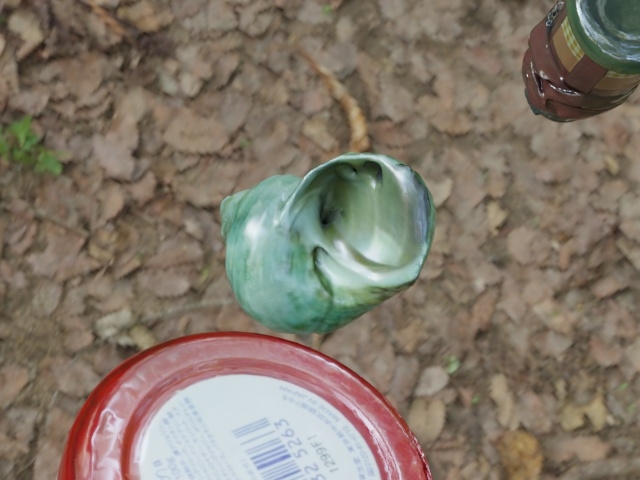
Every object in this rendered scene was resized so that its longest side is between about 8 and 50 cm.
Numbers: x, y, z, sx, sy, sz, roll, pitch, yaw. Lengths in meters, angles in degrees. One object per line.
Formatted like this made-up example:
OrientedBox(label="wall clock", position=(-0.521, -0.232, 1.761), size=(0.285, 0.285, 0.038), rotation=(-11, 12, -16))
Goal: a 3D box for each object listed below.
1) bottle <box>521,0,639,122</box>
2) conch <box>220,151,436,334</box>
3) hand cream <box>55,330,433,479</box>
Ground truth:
OrientedBox(label="bottle", position=(0.313, -0.220, 1.613), size=(0.156, 0.271, 0.143), rotation=(-22, 80, -13))
OrientedBox(label="conch", position=(0.003, -0.001, 1.180), size=(0.188, 0.176, 0.122), rotation=(0, 37, 5))
OrientedBox(label="hand cream", position=(-0.050, 0.176, 0.825), size=(0.230, 0.149, 0.230), rotation=(13, 43, -12))
